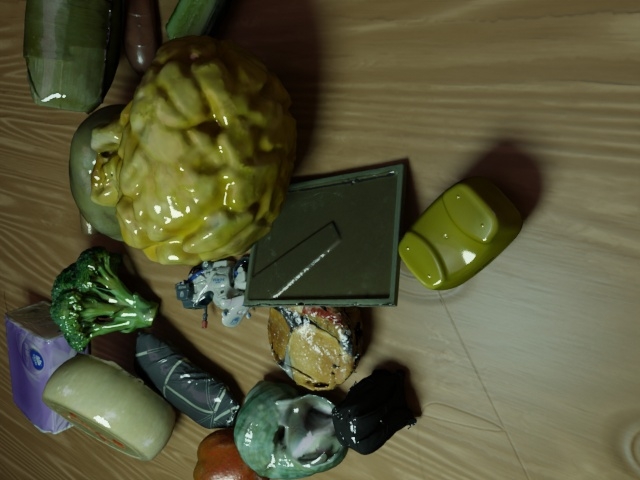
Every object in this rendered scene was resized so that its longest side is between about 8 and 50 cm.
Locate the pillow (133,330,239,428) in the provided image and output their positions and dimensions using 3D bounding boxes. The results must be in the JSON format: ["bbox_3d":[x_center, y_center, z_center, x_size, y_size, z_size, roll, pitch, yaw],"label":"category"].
[{"bbox_3d":[-0.335,0.350,1.346,0.335,0.092,0.162,33,133,18],"label":"pillow"}]

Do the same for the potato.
[{"bbox_3d":[-0.422,-0.133,1.181,0.326,0.220,0.243,115,148,-52],"label":"potato"}]

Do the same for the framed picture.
[{"bbox_3d":[0.000,0.000,0.997,0.334,0.022,0.248,-6,70,36],"label":"framed picture"}]

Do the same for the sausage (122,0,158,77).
[{"bbox_3d":[-0.405,-0.563,1.166,0.087,0.088,0.434,1,104,35],"label":"sausage"}]

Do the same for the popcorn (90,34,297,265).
[{"bbox_3d":[-0.198,-0.141,0.968,0.390,0.344,0.354,-36,76,29],"label":"popcorn"}]

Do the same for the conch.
[{"bbox_3d":[-0.073,0.390,1.140,0.277,0.195,0.220,38,103,48],"label":"conch"}]

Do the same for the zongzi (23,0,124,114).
[{"bbox_3d":[-0.498,-0.480,1.153,0.393,0.174,0.356,-119,43,-63],"label":"zongzi"}]

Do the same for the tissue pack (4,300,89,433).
[{"bbox_3d":[-0.840,0.392,1.685,0.242,0.160,0.339,18,112,32],"label":"tissue pack"}]

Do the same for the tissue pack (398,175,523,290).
[{"bbox_3d":[0.219,-0.010,0.846,0.123,0.127,0.178,54,125,20],"label":"tissue pack"}]

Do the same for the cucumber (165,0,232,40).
[{"bbox_3d":[-0.216,-0.461,1.070,0.244,0.063,0.115,-45,67,35],"label":"cucumber"}]

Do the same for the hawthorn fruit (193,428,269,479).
[{"bbox_3d":[-0.201,0.520,1.260,0.189,0.189,0.189,10,108,33],"label":"hawthorn fruit"}]

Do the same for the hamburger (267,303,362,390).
[{"bbox_3d":[-0.008,0.185,1.072,0.230,0.106,0.231,11,111,30],"label":"hamburger"}]

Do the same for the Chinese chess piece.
[{"bbox_3d":[-0.534,0.428,1.397,0.337,0.141,0.338,21,146,15],"label":"Chinese chess piece"}]

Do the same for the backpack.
[{"bbox_3d":[0.090,0.312,0.999,0.105,0.165,0.120,-8,94,47],"label":"backpack"}]

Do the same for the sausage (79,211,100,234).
[{"bbox_3d":[-0.602,-0.159,1.429,0.065,0.065,0.301,20,112,30],"label":"sausage"}]

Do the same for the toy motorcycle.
[{"bbox_3d":[-0.229,0.119,1.221,0.221,0.102,0.150,-9,76,34],"label":"toy motorcycle"}]

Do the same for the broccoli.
[{"bbox_3d":[-0.542,0.143,1.386,0.268,0.254,0.269,7,137,7],"label":"broccoli"}]
